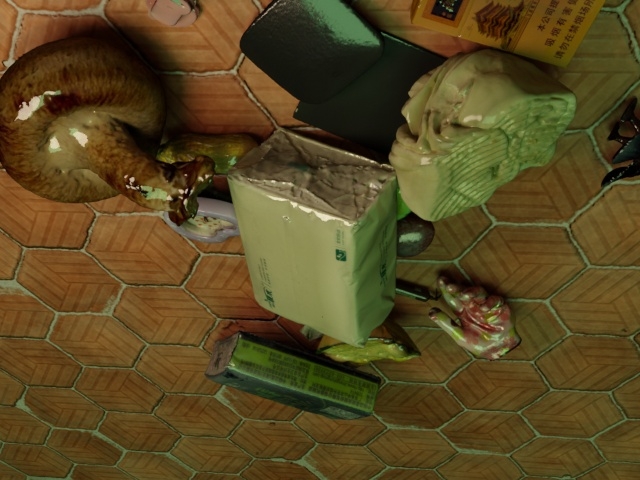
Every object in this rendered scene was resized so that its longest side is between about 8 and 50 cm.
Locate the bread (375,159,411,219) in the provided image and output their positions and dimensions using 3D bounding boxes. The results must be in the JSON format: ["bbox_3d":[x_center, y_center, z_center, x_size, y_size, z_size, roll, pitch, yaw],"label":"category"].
[{"bbox_3d":[0.133,-0.104,1.481,0.139,0.071,0.130,36,131,-17],"label":"bread"}]

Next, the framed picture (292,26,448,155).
[{"bbox_3d":[0.140,-0.259,1.365,0.324,0.013,0.244,21,134,-12],"label":"framed picture"}]

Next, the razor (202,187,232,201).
[{"bbox_3d":[-0.181,-0.079,1.587,0.211,0.036,0.084,16,160,-16],"label":"razor"}]

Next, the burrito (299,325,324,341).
[{"bbox_3d":[-0.005,0.215,1.851,0.118,0.044,0.074,-29,129,29],"label":"burrito"}]

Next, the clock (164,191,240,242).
[{"bbox_3d":[-0.245,-0.058,1.529,0.172,0.064,0.198,25,154,-34],"label":"clock"}]

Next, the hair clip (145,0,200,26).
[{"bbox_3d":[-0.237,-0.428,1.233,0.123,0.102,0.138,27,165,-17],"label":"hair clip"}]

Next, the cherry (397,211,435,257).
[{"bbox_3d":[0.147,-0.005,1.578,0.225,0.090,0.107,-14,150,33],"label":"cherry"}]

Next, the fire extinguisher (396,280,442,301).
[{"bbox_3d":[0.202,0.121,1.734,0.173,0.035,0.049,18,132,-6],"label":"fire extinguisher"}]

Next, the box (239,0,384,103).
[{"bbox_3d":[-0.016,-0.341,1.269,0.201,0.042,0.212,38,131,-19],"label":"box"}]

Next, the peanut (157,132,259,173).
[{"bbox_3d":[-0.220,-0.171,1.455,0.207,0.087,0.087,0,136,5],"label":"peanut"}]

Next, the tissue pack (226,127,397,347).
[{"bbox_3d":[0.000,0.000,1.460,0.297,0.207,0.380,21,141,26],"label":"tissue pack"}]

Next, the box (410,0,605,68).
[{"bbox_3d":[0.300,-0.396,1.155,0.274,0.076,0.174,14,135,-7],"label":"box"}]

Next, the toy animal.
[{"bbox_3d":[0.609,-0.166,1.319,0.180,0.116,0.218,16,129,-7],"label":"toy animal"}]

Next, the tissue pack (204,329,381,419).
[{"bbox_3d":[-0.080,0.357,1.888,0.394,0.124,0.288,21,159,-14],"label":"tissue pack"}]

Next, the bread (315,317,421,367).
[{"bbox_3d":[0.119,0.224,1.781,0.174,0.133,0.252,29,149,-32],"label":"bread"}]

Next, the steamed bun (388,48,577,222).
[{"bbox_3d":[0.256,-0.195,1.266,0.276,0.203,0.289,-5,141,-27],"label":"steamed bun"}]

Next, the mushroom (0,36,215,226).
[{"bbox_3d":[-0.411,-0.164,1.323,0.334,0.356,0.331,-7,164,-34],"label":"mushroom"}]

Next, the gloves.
[{"bbox_3d":[0.356,0.168,1.707,0.145,0.126,0.241,-33,96,40],"label":"gloves"}]
